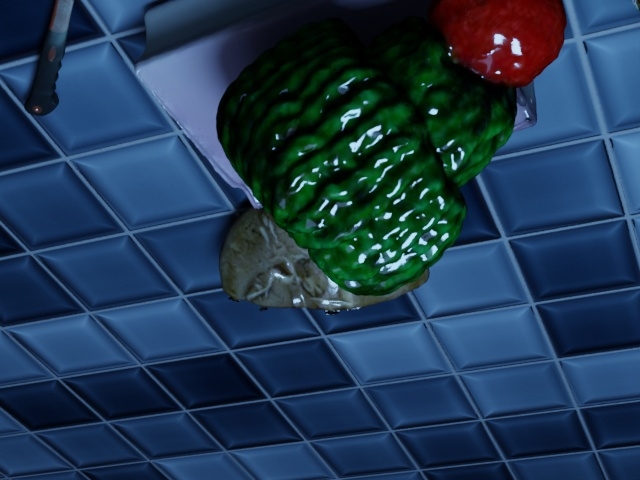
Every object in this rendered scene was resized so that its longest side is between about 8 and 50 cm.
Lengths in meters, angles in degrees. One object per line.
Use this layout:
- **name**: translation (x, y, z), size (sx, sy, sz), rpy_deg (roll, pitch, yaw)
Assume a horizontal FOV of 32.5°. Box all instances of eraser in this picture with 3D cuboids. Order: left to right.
- **eraser**: translation (0.022, -0.188, 1.195), size (0.359, 0.122, 0.272), rpy_deg (-17, 136, 25)

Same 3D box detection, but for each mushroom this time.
- **mushroom**: translation (0.000, 0.000, 1.459), size (0.286, 0.156, 0.151), rpy_deg (-1, 115, 7)

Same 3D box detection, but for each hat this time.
- **hat**: translation (0.088, -0.124, 1.016), size (0.332, 0.274, 0.242), rpy_deg (-40, 140, 8)

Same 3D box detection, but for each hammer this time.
- **hammer**: translation (-0.294, -0.237, 1.232), size (0.111, 0.033, 0.287), rpy_deg (14, 142, -14)

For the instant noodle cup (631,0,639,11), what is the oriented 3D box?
- **instant noodle cup**: translation (0.412, -0.223, 1.052), size (0.230, 0.182, 0.230), rpy_deg (3, 144, 2)
